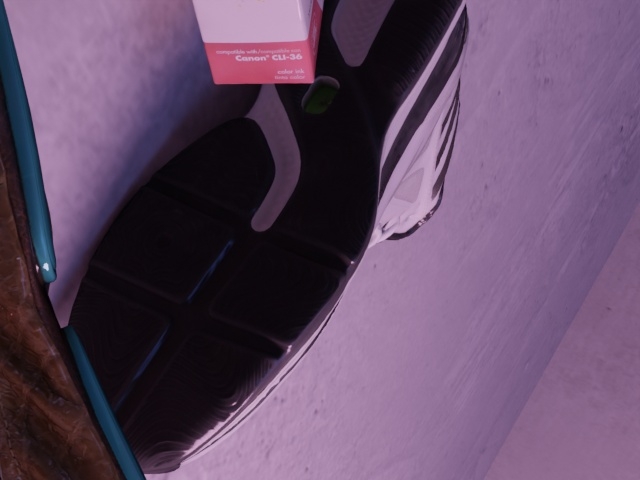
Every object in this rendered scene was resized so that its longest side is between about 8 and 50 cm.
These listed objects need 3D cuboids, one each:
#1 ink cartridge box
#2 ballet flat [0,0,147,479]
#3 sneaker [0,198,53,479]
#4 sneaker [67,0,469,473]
[{"bbox_3d":[-0.039,-0.196,0.682,0.198,0.067,0.115,79,14,-55],"label":"ink cartridge box"},{"bbox_3d":[-0.164,0.040,0.556,0.124,0.342,0.116,-18,-175,-13],"label":"ballet flat"},{"bbox_3d":[-0.206,0.087,0.661,0.090,0.145,0.270,2,81,-24],"label":"sneaker"},{"bbox_3d":[0.001,0.000,0.896,0.447,0.169,0.257,-59,155,-18],"label":"sneaker"}]
